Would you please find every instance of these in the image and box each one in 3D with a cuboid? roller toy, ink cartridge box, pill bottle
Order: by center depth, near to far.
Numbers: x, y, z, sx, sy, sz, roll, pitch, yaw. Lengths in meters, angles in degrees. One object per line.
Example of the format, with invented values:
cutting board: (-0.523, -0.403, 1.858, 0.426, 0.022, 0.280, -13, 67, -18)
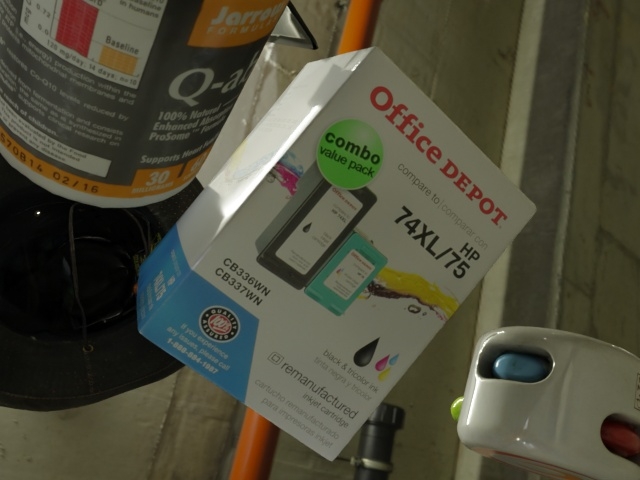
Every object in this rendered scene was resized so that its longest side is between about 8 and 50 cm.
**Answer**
pill bottle: (-0.104, -0.157, 0.365, 0.162, 0.278, 0.162, 17, -130, -22)
ink cartridge box: (0.000, 0.000, 0.552, 0.198, 0.197, 0.270, 39, -91, -19)
roller toy: (0.260, 0.179, 0.674, 0.191, 0.210, 0.146, 76, -149, -68)

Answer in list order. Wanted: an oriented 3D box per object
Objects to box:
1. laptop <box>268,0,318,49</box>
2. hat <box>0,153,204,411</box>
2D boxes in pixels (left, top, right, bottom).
laptop: (-0.076, -0.336, 0.575, 0.137, 0.234, 0.264, 6, -74, -31)
hat: (-0.275, 0.029, 0.657, 0.332, 0.134, 0.331, 12, -113, -30)
